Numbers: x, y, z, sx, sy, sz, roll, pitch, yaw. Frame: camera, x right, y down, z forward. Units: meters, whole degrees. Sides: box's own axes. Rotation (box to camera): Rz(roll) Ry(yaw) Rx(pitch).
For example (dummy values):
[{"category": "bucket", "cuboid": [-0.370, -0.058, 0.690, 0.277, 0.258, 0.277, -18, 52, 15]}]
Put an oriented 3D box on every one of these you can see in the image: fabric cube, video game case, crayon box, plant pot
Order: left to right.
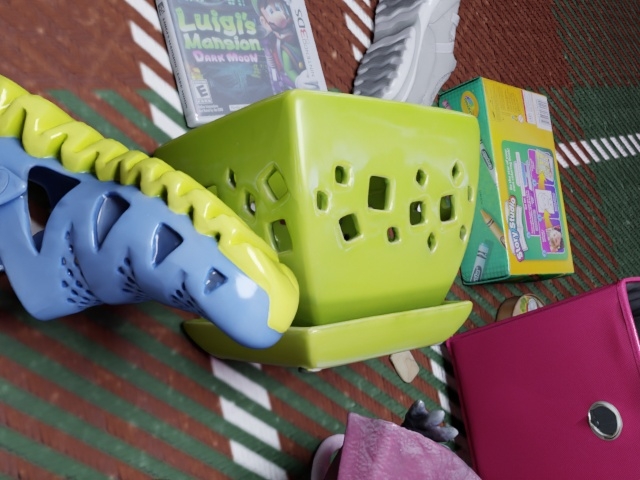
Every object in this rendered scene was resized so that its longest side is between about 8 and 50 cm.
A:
[{"category": "video game case", "cuboid": [-0.080, -0.214, 0.676, 0.190, 0.022, 0.173, -14, 89, -40]}, {"category": "plant pot", "cuboid": [0.000, 0.000, 0.567, 0.228, 0.227, 0.207, -2, 87, -40]}, {"category": "crayon box", "cuboid": [0.268, -0.080, 0.893, 0.165, 0.081, 0.279, 1, 79, -39]}, {"category": "fabric cube", "cuboid": [0.340, 0.199, 0.706, 0.259, 0.258, 0.254, 4, 68, -32]}]

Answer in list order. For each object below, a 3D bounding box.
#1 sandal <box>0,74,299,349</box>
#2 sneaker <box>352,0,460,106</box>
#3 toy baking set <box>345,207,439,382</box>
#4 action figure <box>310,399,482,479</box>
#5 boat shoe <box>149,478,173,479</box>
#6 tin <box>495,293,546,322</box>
[{"category": "sandal", "cuboid": [-0.155, 0.001, 0.432, 0.138, 0.317, 0.126, -58, 151, -11]}, {"category": "sneaker", "cuboid": [0.132, -0.263, 0.825, 0.115, 0.105, 0.281, 39, 69, -40]}, {"category": "toy baking set", "cuboid": [0.104, 0.032, 0.765, 0.196, 0.030, 0.256, 32, 61, -30]}, {"category": "action figure", "cuboid": [-0.012, 0.306, 0.489, 0.248, 0.275, 0.370, 45, 63, -16]}, {"category": "boat shoe", "cuboid": [-0.153, 0.309, 0.338, 0.123, 0.123, 0.342, 6, 82, -8]}, {"category": "tin", "cuboid": [0.293, 0.171, 0.887, 0.106, 0.040, 0.190, 20, 68, -39]}]
